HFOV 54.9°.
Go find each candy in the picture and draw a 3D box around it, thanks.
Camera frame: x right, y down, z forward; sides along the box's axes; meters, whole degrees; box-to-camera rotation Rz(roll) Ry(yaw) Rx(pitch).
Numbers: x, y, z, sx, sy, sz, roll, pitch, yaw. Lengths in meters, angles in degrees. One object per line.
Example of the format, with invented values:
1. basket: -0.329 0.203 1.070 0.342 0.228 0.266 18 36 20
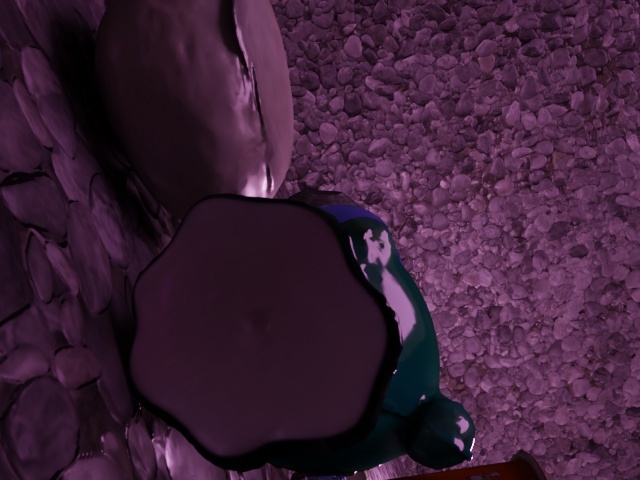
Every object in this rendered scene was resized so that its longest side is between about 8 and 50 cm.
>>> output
1. candy: -0.127 -0.152 0.641 0.295 0.185 0.296 -6 90 -84

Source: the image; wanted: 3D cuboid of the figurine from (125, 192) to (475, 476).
1. figurine: -0.002 0.092 0.565 0.323 0.231 0.340 33 -4 17

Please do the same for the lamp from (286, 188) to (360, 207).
1. lamp: 0.000 0.000 1.402 0.233 0.265 0.233 -12 105 -55

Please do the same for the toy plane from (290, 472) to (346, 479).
1. toy plane: -0.008 0.291 0.783 0.054 0.062 0.167 66 -7 -33

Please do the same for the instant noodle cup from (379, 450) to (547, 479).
1. instant noodle cup: 0.082 0.300 0.482 0.250 0.192 0.251 -4 90 -86

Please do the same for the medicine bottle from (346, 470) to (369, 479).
1. medicine bottle: 0.069 0.448 1.178 0.083 0.047 0.047 53 15 -77

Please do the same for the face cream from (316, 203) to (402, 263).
1. face cream: 0.026 0.102 1.015 0.249 0.248 0.225 65 9 -47
